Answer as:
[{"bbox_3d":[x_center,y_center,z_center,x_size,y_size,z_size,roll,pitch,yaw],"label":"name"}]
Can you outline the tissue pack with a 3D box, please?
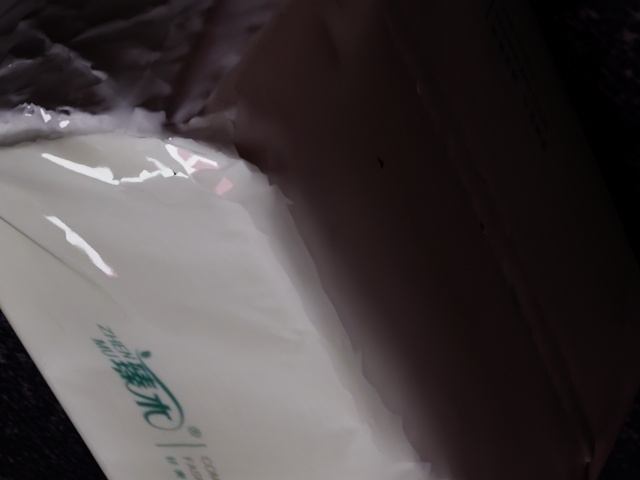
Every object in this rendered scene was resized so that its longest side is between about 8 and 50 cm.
[{"bbox_3d":[0.000,0.000,0.934,0.207,0.297,0.380,-2,132,33],"label":"tissue pack"}]
